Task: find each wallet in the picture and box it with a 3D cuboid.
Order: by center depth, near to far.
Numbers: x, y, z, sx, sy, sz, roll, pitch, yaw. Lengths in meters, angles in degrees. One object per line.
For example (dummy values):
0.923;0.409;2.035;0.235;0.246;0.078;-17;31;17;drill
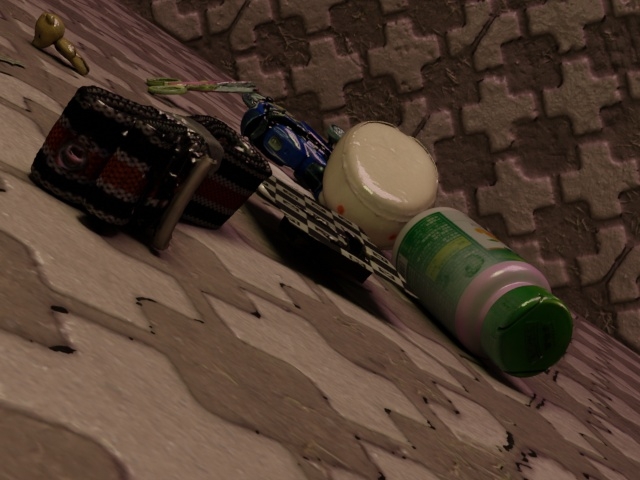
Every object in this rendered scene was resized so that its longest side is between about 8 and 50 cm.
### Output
-0.049;-0.071;1.597;0.124;0.032;0.183;34;6;-14;wallet

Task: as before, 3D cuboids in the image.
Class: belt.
-0.133;-0.067;1.006;0.126;0.094;0.359;33;7;7;belt

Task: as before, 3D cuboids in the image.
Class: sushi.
0.000;0.000;1.315;0.192;0.043;0.279;30;9;-23;sushi

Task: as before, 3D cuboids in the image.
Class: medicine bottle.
0.202;0.064;1.419;0.133;0.133;0.274;29;10;-31;medicine bottle

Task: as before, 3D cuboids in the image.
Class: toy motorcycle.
-0.034;-0.145;1.848;0.315;0.113;0.169;44;21;14;toy motorcycle

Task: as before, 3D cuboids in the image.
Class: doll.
-0.347;-0.269;1.525;0.093;0.051;0.061;31;2;-27;doll

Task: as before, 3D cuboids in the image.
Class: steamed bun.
0.082;-0.073;1.698;0.177;0.131;0.228;30;38;-10;steamed bun

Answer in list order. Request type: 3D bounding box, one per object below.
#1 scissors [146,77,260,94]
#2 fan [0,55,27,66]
-0.196;-0.257;1.873;0.187;0.020;0.133;-1;18;-12;scissors
-0.387;-0.209;1.158;0.190;0.009;0.329;35;8;14;fan
